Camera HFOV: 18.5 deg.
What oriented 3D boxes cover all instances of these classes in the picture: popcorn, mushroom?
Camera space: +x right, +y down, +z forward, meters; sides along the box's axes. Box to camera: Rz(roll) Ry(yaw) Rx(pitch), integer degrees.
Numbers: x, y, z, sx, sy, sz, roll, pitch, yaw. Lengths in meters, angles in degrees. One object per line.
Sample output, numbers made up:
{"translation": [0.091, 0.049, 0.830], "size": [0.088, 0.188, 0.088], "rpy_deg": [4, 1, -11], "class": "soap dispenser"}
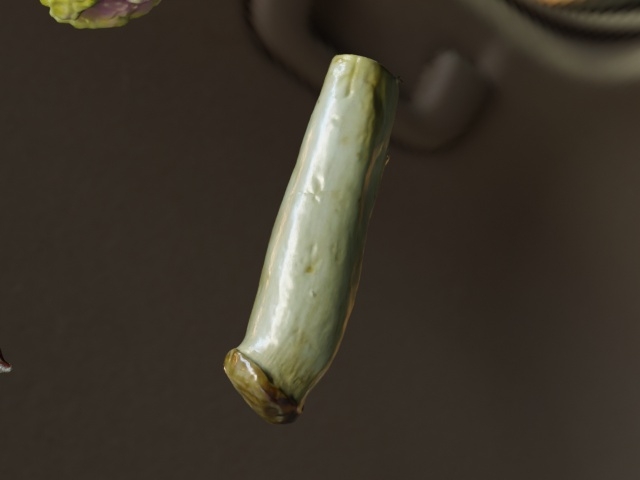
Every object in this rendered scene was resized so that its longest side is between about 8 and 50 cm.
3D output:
{"translation": [-0.211, -0.267, 1.903], "size": [0.125, 0.145, 0.126], "rpy_deg": [-30, -69, -51], "class": "popcorn"}
{"translation": [0.000, 0.000, 1.632], "size": [0.100, 0.081, 0.312], "rpy_deg": [52, -126, -72], "class": "mushroom"}

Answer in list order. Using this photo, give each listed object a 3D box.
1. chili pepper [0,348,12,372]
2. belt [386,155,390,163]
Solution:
{"translation": [-0.388, 0.088, 2.095], "size": [0.153, 0.050, 0.041], "rpy_deg": [40, -126, -23], "class": "chili pepper"}
{"translation": [0.043, -0.092, 2.151], "size": [0.059, 0.036, 0.083], "rpy_deg": [31, -176, -2], "class": "belt"}
